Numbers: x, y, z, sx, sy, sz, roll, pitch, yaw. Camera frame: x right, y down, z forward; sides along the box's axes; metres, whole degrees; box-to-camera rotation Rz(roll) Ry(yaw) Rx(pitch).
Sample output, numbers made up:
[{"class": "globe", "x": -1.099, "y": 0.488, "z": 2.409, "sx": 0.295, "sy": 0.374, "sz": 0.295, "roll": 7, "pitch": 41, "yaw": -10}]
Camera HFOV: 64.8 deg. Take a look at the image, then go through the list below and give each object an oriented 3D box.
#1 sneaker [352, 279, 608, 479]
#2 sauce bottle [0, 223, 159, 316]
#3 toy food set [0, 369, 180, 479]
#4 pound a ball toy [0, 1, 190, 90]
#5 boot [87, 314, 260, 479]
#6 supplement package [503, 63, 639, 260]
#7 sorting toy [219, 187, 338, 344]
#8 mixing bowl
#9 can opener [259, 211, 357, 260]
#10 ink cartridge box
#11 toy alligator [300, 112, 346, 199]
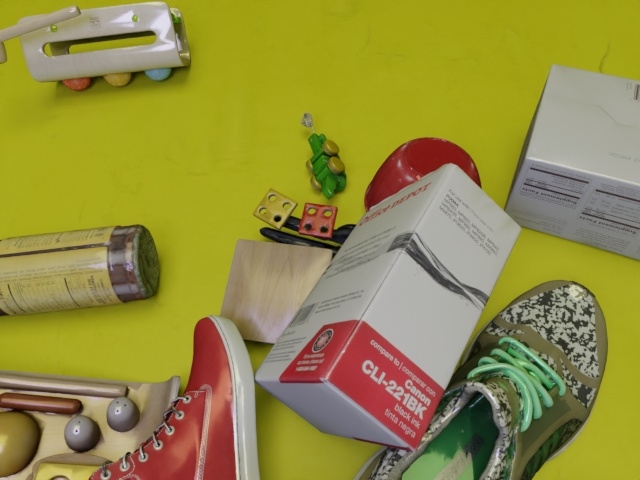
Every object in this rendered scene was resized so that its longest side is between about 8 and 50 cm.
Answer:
[{"class": "sneaker", "x": 0.186, "y": 0.175, "z": 0.513, "sx": 0.158, "sy": 0.182, "sz": 0.410, "roll": 36, "pitch": 65, "yaw": 24}, {"class": "sauce bottle", "x": -0.403, "y": 0.046, "z": 0.687, "sx": 0.345, "sy": 0.111, "sz": 0.111, "roll": -5, "pitch": 55, "yaw": 0}, {"class": "toy food set", "x": -0.321, "y": 0.234, "z": 0.525, "sx": 0.306, "sy": 0.092, "sz": 0.219, "roll": 9, "pitch": 55, "yaw": -11}, {"class": "pound a ball toy", "x": -0.419, "y": -0.346, "z": 0.921, "sx": 0.319, "sy": 0.135, "sz": 0.208, "roll": -8, "pitch": 20, "yaw": -2}, {"class": "boot", "x": -0.162, "y": 0.194, "z": 0.532, "sx": 0.176, "sy": 0.088, "sz": 0.244, "roll": 5, "pitch": 59, "yaw": -27}, {"class": "supplement package", "x": 0.422, "y": -0.105, "z": 0.711, "sx": 0.262, "sy": 0.145, "sz": 0.204, "roll": 18, "pitch": 59, "yaw": 15}, {"class": "sorting toy", "x": -0.055, "y": 0.065, "z": 0.674, "sx": 0.132, "sy": 0.046, "sz": 0.274, "roll": 6, "pitch": 71, "yaw": 9}, {"class": "mixing bowl", "x": 0.157, "y": -0.085, "z": 0.733, "sx": 0.182, "sy": 0.098, "sz": 0.181, "roll": 1, "pitch": 51, "yaw": -1}, {"class": "can opener", "x": 0.000, "y": 0.000, "z": 0.728, "sx": 0.186, "sy": 0.073, "sz": 0.059, "roll": 10, "pitch": 100, "yaw": 8}, {"class": "ink cartridge box", "x": 0.071, "y": 0.070, "z": 0.557, "sx": 0.114, "sy": 0.197, "sz": 0.272, "roll": 40, "pitch": 63, "yaw": -11}, {"class": "toy alligator", "x": 0.010, "y": -0.137, "z": 0.822, "sx": 0.051, "sy": 0.056, "sz": 0.189, "roll": 17, "pitch": 44, "yaw": -36}]
